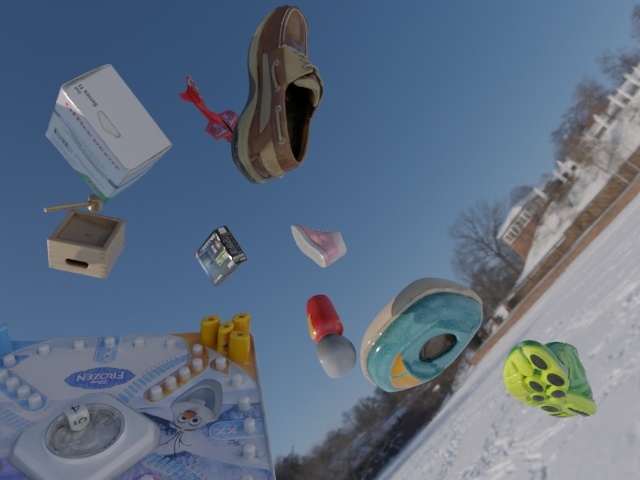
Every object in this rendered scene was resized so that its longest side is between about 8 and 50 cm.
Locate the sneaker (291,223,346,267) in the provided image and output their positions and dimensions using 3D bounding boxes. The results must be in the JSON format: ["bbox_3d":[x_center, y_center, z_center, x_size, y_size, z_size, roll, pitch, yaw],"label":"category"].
[{"bbox_3d":[0.000,0.000,1.089,0.070,0.134,0.051,-28,-48,-21],"label":"sneaker"}]

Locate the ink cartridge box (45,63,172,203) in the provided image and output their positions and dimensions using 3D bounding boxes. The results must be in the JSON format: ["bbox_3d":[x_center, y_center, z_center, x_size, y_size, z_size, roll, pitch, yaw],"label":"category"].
[{"bbox_3d":[-0.339,-0.160,0.866,0.087,0.153,0.208,-43,15,-30],"label":"ink cartridge box"}]

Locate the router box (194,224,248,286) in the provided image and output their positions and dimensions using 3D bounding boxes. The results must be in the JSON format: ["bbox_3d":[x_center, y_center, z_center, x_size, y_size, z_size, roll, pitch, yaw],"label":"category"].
[{"bbox_3d":[-0.222,0.036,1.218,0.038,0.092,0.122,-28,-10,-43],"label":"router box"}]

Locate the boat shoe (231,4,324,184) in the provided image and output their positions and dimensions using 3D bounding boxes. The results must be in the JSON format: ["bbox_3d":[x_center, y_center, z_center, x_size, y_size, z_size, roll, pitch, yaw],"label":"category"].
[{"bbox_3d":[-0.050,-0.244,0.905,0.123,0.120,0.323,32,-120,-53],"label":"boat shoe"}]

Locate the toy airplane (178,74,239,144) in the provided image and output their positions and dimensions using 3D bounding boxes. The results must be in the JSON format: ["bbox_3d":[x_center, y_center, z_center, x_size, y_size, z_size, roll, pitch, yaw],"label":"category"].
[{"bbox_3d":[-0.190,-0.216,0.948,0.028,0.151,0.151,-32,-13,21],"label":"toy airplane"}]

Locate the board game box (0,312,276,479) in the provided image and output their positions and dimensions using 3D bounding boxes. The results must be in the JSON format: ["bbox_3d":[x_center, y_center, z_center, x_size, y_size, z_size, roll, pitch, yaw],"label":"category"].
[{"bbox_3d":[-0.250,0.203,0.583,0.390,0.390,0.050,0,-65,-12],"label":"board game box"}]

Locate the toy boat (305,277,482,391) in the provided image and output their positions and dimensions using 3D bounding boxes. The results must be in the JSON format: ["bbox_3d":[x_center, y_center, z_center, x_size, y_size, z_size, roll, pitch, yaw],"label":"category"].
[{"bbox_3d":[0.122,0.178,0.948,0.318,0.148,0.267,11,-54,-27],"label":"toy boat"}]

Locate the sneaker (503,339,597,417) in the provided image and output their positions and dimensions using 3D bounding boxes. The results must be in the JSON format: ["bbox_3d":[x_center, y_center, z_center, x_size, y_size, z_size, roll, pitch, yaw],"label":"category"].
[{"bbox_3d":[0.414,0.240,1.005,0.110,0.123,0.295,-20,-40,31],"label":"sneaker"}]

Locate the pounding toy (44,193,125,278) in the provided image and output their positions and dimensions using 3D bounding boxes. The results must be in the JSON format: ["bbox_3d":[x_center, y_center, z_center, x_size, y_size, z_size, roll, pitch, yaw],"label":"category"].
[{"bbox_3d":[-0.556,-0.018,1.283,0.206,0.181,0.094,-85,9,-55],"label":"pounding toy"}]
